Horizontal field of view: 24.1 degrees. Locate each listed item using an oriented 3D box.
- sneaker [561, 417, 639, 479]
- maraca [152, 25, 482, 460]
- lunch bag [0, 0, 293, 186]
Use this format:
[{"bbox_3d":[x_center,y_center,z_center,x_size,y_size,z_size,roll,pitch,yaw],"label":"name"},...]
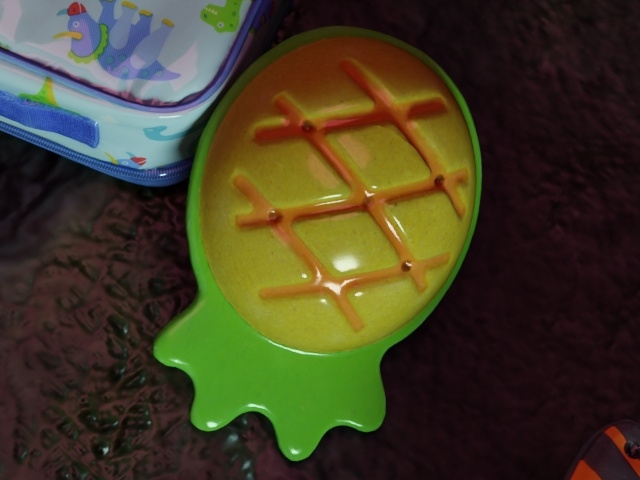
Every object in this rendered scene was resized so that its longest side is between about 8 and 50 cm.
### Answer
[{"bbox_3d":[0.194,0.128,0.593,0.321,0.124,0.180,-25,59,-28],"label":"sneaker"},{"bbox_3d":[0.000,0.000,0.640,0.127,0.099,0.185,20,89,-11],"label":"maraca"},{"bbox_3d":[-0.124,-0.132,0.682,0.219,0.090,0.176,21,66,2],"label":"lunch bag"}]
